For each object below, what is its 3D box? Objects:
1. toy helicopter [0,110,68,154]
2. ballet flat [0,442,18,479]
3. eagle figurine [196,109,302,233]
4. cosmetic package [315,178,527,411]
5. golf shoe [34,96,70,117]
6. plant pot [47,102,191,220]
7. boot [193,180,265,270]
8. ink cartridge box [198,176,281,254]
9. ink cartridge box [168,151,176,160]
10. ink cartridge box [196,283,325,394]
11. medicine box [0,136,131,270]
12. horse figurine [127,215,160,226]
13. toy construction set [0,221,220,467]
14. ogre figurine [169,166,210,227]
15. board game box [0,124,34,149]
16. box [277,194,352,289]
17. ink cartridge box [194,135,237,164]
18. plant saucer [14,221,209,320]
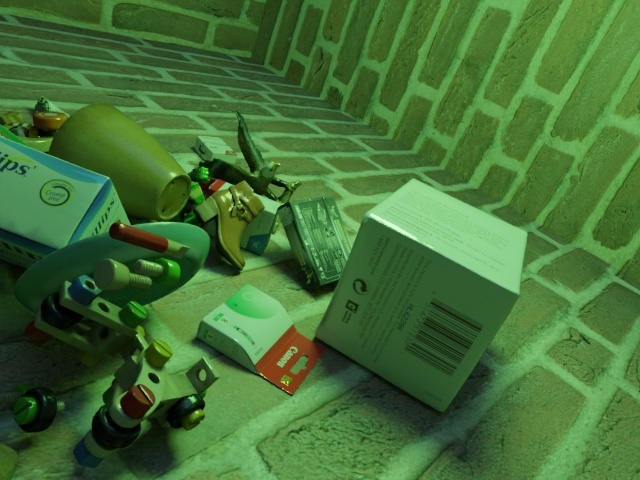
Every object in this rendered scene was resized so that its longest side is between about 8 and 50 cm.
[{"bbox_3d":[-0.838,-0.294,1.353,0.235,0.140,0.355,-14,32,-37],"label":"toy helicopter"},{"bbox_3d":[-0.523,0.225,0.605,0.342,0.116,0.124,23,6,2],"label":"ballet flat"},{"bbox_3d":[-0.200,-0.203,1.458,0.298,0.225,0.226,35,27,-24],"label":"eagle figurine"},{"bbox_3d":[0.246,0.098,1.163,0.327,0.329,0.393,28,26,14],"label":"cosmetic package"},{"bbox_3d":[-0.841,-0.393,1.588,0.176,0.069,0.086,40,11,27],"label":"golf shoe"},{"bbox_3d":[-0.434,-0.152,1.144,0.254,0.237,0.237,28,27,15],"label":"plant pot"},{"bbox_3d":[-0.198,-0.039,1.230,0.152,0.197,0.073,-35,11,-23],"label":"boot"},{"bbox_3d":[-0.237,-0.071,1.334,0.231,0.134,0.078,21,26,-1],"label":"ink cartridge box"},{"bbox_3d":[-0.507,-0.209,1.413,0.208,0.045,0.206,-1,27,-29],"label":"ink cartridge box"},{"bbox_3d":[-0.109,0.194,1.026,0.224,0.056,0.181,26,27,13],"label":"ink cartridge box"},{"bbox_3d":[-0.500,-0.039,0.879,0.263,0.289,0.149,21,68,-4],"label":"medicine box"},{"bbox_3d":[-0.433,-0.023,1.172,0.174,0.066,0.263,-1,28,-32],"label":"horse figurine"},{"bbox_3d":[-0.258,0.149,0.740,0.257,0.309,0.237,20,-3,30],"label":"toy construction set"},{"bbox_3d":[-0.337,-0.089,1.260,0.096,0.197,0.118,-13,21,-34],"label":"ogre figurine"},{"bbox_3d":[-0.630,-0.148,0.977,0.213,0.046,0.317,5,-24,20],"label":"board game box"},{"bbox_3d":[0.000,0.000,1.330,0.183,0.056,0.231,-14,81,-50],"label":"box"},{"bbox_3d":[-0.374,-0.315,1.781,0.099,0.056,0.135,-2,35,-40],"label":"ink cartridge box"},{"bbox_3d":[-0.335,0.066,0.852,0.317,0.317,0.044,-8,68,-46],"label":"plant saucer"}]
